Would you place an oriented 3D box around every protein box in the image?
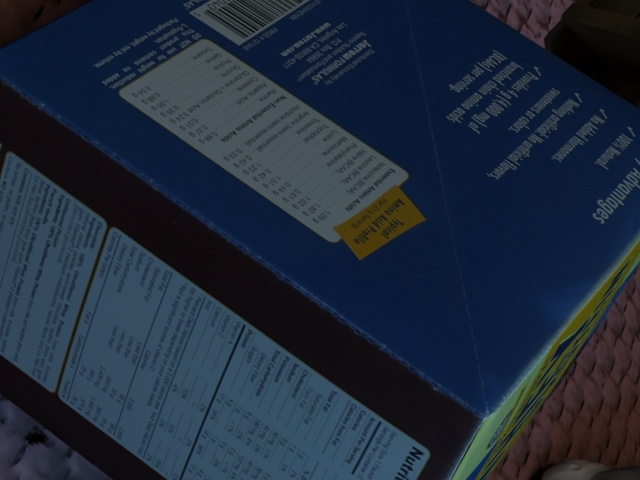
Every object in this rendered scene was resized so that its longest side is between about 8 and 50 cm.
[{"bbox_3d":[0.000,0.000,0.577,0.200,0.201,0.136,-41,161,-47],"label":"protein box"}]

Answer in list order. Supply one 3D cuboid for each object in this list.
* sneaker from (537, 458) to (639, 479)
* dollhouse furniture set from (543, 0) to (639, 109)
[{"bbox_3d":[0.245,0.183,0.958,0.262,0.121,0.099,7,78,-53],"label":"sneaker"},{"bbox_3d":[0.079,-0.136,0.685,0.161,0.212,0.242,-47,117,-3],"label":"dollhouse furniture set"}]
